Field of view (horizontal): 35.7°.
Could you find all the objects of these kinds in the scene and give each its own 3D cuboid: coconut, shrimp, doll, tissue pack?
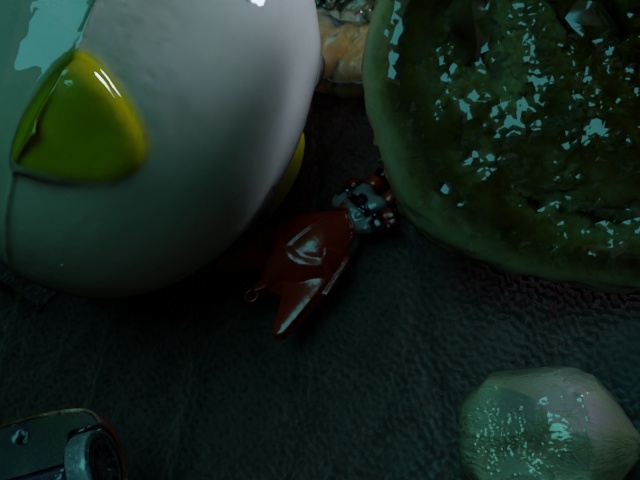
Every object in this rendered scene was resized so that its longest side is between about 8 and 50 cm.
[{"bbox_3d":[0.162,0.142,0.687,0.124,0.110,0.110,-3,61,28],"label":"coconut"},{"bbox_3d":[0.027,-0.265,1.001,0.222,0.054,0.290,-43,55,-5],"label":"shrimp"},{"bbox_3d":[0.000,0.000,0.860,0.169,0.057,0.109,-41,54,-3],"label":"doll"},{"bbox_3d":[-0.321,-0.008,0.962,0.060,0.109,0.148,-47,57,-6],"label":"tissue pack"}]

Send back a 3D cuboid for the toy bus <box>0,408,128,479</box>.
[{"bbox_3d":[-0.188,0.296,0.712,0.143,0.153,0.329,-18,59,10],"label":"toy bus"}]

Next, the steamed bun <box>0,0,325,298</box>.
[{"bbox_3d":[-0.160,-0.135,0.832,0.333,0.334,0.374,7,65,25],"label":"steamed bun"}]

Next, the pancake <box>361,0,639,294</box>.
[{"bbox_3d":[0.203,-0.123,0.730,0.356,0.065,0.356,1,96,8],"label":"pancake"}]
